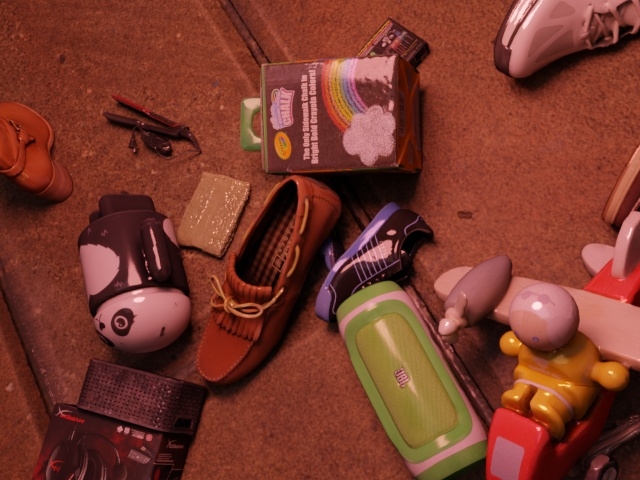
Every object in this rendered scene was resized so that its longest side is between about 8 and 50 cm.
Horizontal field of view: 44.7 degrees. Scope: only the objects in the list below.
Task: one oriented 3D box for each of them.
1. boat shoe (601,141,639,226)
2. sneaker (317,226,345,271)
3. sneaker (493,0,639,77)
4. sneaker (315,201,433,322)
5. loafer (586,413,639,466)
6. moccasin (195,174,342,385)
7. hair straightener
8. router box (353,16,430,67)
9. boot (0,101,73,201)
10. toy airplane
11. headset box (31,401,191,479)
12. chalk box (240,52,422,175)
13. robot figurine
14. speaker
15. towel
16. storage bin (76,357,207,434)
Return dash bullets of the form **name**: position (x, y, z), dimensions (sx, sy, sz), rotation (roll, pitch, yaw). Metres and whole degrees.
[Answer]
- **boat shoe**: position (0.551, -0.144, 1.135), dimensions (0.123, 0.123, 0.342), rotation (39, 89, 18)
- **sneaker**: position (0.000, 0.000, 1.319), dimensions (0.059, 0.053, 0.144), rotation (-28, 62, 16)
- **sneaker**: position (0.497, -0.368, 1.190), dimensions (0.447, 0.169, 0.257), rotation (-41, 64, 1)
- **sneaker**: position (0.087, 0.048, 1.256), dimensions (0.090, 0.081, 0.232), rotation (34, 86, 32)
- **loafer**: position (0.418, 0.271, 1.098), dimensions (0.125, 0.045, 0.039), rotation (-36, 59, 9)
- **moccasin**: position (-0.101, 0.068, 1.256), dimensions (0.139, 0.147, 0.380), rotation (43, 107, 29)
- **hair straightener**: position (-0.330, -0.204, 1.503), dimensions (0.230, 0.047, 0.089), rotation (25, 84, 19)
- **router box**: position (0.119, -0.321, 1.379), dimensions (0.092, 0.038, 0.122), rotation (42, 90, 24)
- **boot**: position (-0.611, -0.203, 1.496), dimensions (0.109, 0.220, 0.283), rotation (-36, 66, 6)
- **toy airplane**: position (0.348, 0.120, 1.035), dimensions (0.386, 0.272, 0.384), rotation (-29, 46, 23)
- **headset box**: position (-0.364, 0.437, 1.280), dimensions (0.218, 0.110, 0.293), rotation (10, 78, 21)
- **chalk box**: position (0.008, -0.197, 1.285), dimensions (0.289, 0.179, 0.180), rotation (0, 92, 19)
- **robot figurine**: position (-0.324, 0.057, 1.344), dimensions (0.173, 0.209, 0.278), rotation (-17, 68, 0)
- **speaker**: position (0.134, 0.212, 1.168), dimensions (0.131, 0.131, 0.297), rotation (-31, 67, 8)
- **towel**: position (-0.193, -0.049, 1.412), dimensions (0.110, 0.027, 0.148), rotation (17, 79, 22)
- **storage bin**: position (-0.297, 0.260, 1.304), dimensions (0.180, 0.122, 0.084), rotation (10, 78, 21)
